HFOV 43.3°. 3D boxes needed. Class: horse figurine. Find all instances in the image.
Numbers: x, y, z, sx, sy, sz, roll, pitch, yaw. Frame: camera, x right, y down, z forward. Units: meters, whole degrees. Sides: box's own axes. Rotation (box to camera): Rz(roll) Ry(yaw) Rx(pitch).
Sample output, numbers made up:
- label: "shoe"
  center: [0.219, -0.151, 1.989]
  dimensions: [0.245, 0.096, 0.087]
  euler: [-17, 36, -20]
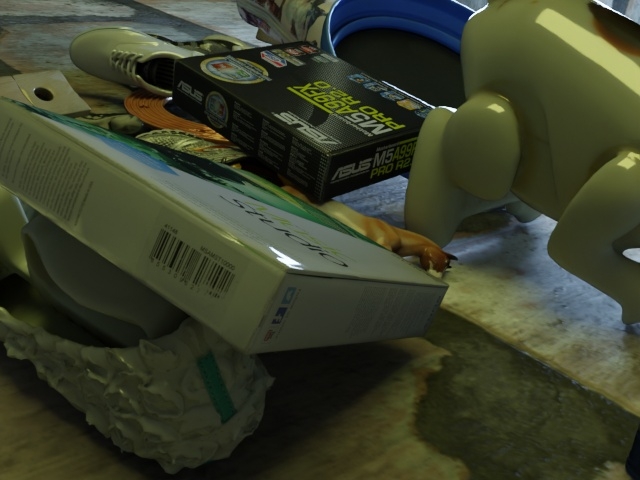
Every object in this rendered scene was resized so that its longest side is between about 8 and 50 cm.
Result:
- label: "horse figurine"
  center: [0.000, 0.000, 0.835]
  dimensions: [0.263, 0.066, 0.174]
  euler: [18, 32, 16]

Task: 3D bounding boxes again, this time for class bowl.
- label: "bowl"
  center: [0.175, -0.224, 1.193]
  dimensions: [0.391, 0.077, 0.391]
  euler: [15, 48, -17]

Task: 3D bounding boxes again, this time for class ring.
- label: "ring"
  center: [-0.141, -0.195, 1.284]
  dimensions: [0.336, 0.032, 0.337]
  euler: [6, 23, -3]

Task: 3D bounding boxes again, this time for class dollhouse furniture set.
- label: "dollhouse furniture set"
  center: [-0.301, -0.067, 0.862]
  dimensions: [0.184, 0.129, 0.129]
  euler: [49, 37, 13]

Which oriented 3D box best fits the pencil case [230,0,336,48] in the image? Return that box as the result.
- label: "pencil case"
  center: [0.007, -0.369, 1.436]
  dimensions: [0.183, 0.160, 0.410]
  euler: [-21, 54, -36]

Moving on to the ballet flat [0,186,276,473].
- label: "ballet flat"
  center: [-0.198, 0.016, 0.603]
  dimensions: [0.408, 0.147, 0.147]
  euler: [24, 28, 32]

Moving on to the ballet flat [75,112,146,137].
- label: "ballet flat"
  center: [-0.330, -0.151, 1.116]
  dimensions: [0.173, 0.049, 0.058]
  euler: [2, 68, -13]

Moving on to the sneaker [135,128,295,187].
- label: "sneaker"
  center: [-0.128, -0.078, 0.919]
  dimensions: [0.225, 0.088, 0.093]
  euler: [4, 8, -7]

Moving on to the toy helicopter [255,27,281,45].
- label: "toy helicopter"
  center: [0.030, -0.400, 1.746]
  dimensions: [0.354, 0.140, 0.235]
  euler: [12, 12, -20]

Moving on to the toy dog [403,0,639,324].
- label: "toy dog"
  center: [0.347, -0.116, 0.834]
  dimensions: [0.284, 0.396, 0.407]
  euler: [-3, 15, -45]

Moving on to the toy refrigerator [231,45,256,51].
- label: "toy refrigerator"
  center: [-0.074, -0.227, 1.222]
  dimensions: [0.102, 0.094, 0.269]
  euler: [2, 23, -13]

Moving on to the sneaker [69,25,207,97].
- label: "sneaker"
  center: [-0.286, -0.286, 1.289]
  dimensions: [0.258, 0.094, 0.091]
  euler: [10, 18, 6]

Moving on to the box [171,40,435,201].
- label: "box"
  center: [-0.011, -0.154, 0.958]
  dimensions: [0.216, 0.060, 0.270]
  euler: [-19, 43, -41]

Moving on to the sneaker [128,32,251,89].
- label: "sneaker"
  center: [-0.252, -0.310, 1.434]
  dimensions: [0.268, 0.101, 0.153]
  euler: [9, 23, 18]

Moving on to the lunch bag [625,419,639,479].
- label: "lunch bag"
  center: [0.271, 0.150, 0.576]
  dimensions: [0.098, 0.065, 0.067]
  euler: [0, 24, -20]

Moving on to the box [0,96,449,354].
- label: "box"
  center: [-0.053, -0.004, 0.596]
  dimensions: [0.232, 0.059, 0.322]
  euler: [30, 7, 23]
